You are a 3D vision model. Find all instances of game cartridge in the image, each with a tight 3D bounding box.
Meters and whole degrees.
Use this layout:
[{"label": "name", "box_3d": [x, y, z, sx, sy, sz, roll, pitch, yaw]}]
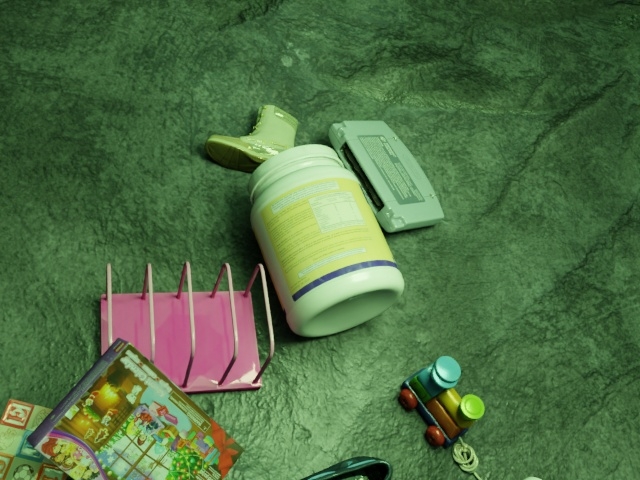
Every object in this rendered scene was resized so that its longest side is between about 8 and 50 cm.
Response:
[{"label": "game cartridge", "box_3d": [0.159, -0.153, 1.640, 0.198, 0.062, 0.297, -6, 60, -47]}]

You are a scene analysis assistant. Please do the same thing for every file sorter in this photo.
[{"label": "file sorter", "box_3d": [-0.244, 0.153, 1.275, 0.291, 0.182, 0.202, 0, 60, -18]}]

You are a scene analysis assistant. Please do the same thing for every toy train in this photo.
[{"label": "toy train", "box_3d": [0.272, 0.344, 1.354, 0.105, 0.143, 0.248, -27, 71, -29]}]

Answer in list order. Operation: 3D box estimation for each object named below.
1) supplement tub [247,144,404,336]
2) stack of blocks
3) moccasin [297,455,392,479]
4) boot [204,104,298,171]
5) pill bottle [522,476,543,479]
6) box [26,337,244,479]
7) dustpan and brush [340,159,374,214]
[{"label": "supplement tub", "box_3d": [0.000, 0.000, 1.413, 0.241, 0.241, 0.331, -11, 65, -24]}, {"label": "stack of blocks", "box_3d": [-0.458, 0.419, 1.100, 0.171, 0.087, 0.297, 17, 56, -8]}, {"label": "moccasin", "box_3d": [-0.026, 0.454, 1.204, 0.342, 0.117, 0.137, -27, 71, -30]}, {"label": "boot", "box_3d": [-0.153, -0.239, 1.607, 0.213, 0.077, 0.165, 13, 57, -17]}, {"label": "pill bottle", "box_3d": [0.311, 0.536, 1.247, 0.272, 0.152, 0.152, -24, 70, -28]}, {"label": "box", "box_3d": [-0.282, 0.326, 1.123, 0.201, 0.057, 0.293, -51, 118, -22]}, {"label": "dustpan and brush", "box_3d": [0.035, -0.131, 1.612, 0.211, 0.060, 0.147, 1, 60, -18]}]
